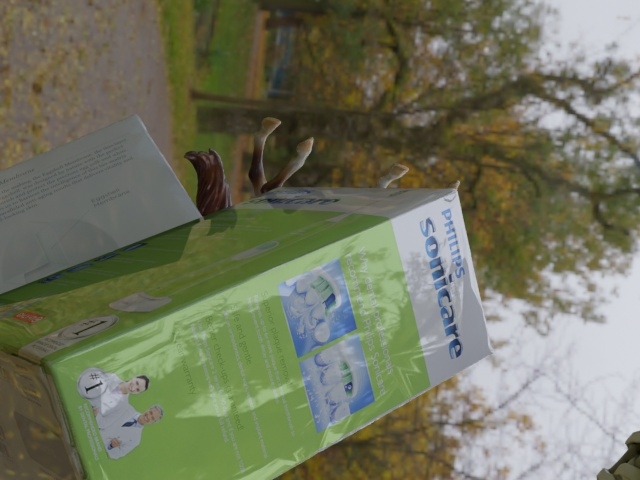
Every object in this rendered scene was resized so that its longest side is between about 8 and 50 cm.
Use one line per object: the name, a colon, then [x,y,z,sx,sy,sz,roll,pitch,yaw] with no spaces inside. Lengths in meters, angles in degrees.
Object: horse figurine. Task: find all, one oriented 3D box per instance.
horse figurine: [0.000,0.000,0.879,0.066,0.263,0.174,-70,179,-76]

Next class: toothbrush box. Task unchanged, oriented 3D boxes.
toothbrush box: [-0.067,0.061,0.646,0.206,0.283,0.122,4,-66,54]

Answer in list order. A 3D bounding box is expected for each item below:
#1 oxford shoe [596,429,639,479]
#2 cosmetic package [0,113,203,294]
oxford shoe: [0.250,0.169,0.672,0.130,0.449,0.169,53,3,-10]
cosmetic package: [-0.206,0.040,0.868,0.225,0.224,0.138,55,-17,37]
